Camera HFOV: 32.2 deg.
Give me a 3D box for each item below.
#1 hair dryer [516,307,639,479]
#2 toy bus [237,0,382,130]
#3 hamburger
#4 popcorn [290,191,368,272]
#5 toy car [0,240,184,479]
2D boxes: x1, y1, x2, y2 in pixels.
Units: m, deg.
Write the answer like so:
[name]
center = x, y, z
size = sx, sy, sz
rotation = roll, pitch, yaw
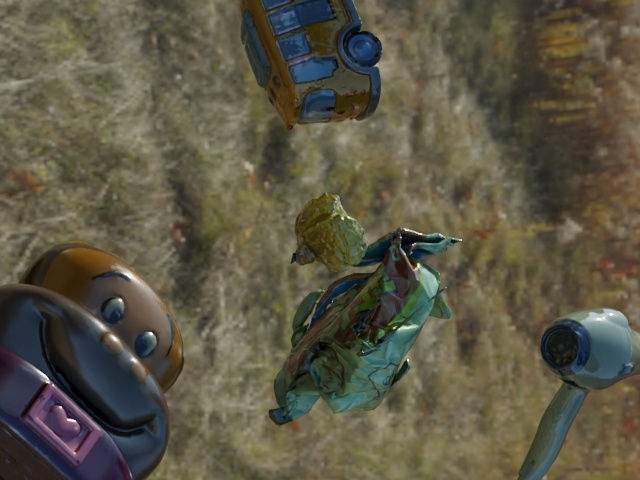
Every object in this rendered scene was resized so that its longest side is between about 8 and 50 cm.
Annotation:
[hair dryer]
center = 0.401, 0.217, 1.622
size = 0.295, 0.119, 0.298
rotation = -15, 127, -39
[toy bus]
center = -0.018, -0.233, 1.309
size = 0.126, 0.136, 0.210
rotation = 118, -47, -69
[hamburger]
center = 0.064, 0.121, 1.362
size = 0.150, 0.276, 0.261
rotation = 38, 39, -12
[popcorn]
center = 0.000, 0.000, 1.150
size = 0.084, 0.084, 0.084
rotation = -5, 90, -71
[toy car]
center = -0.277, 0.150, 0.988
size = 0.271, 0.340, 0.240
rotation = 49, 41, -18
